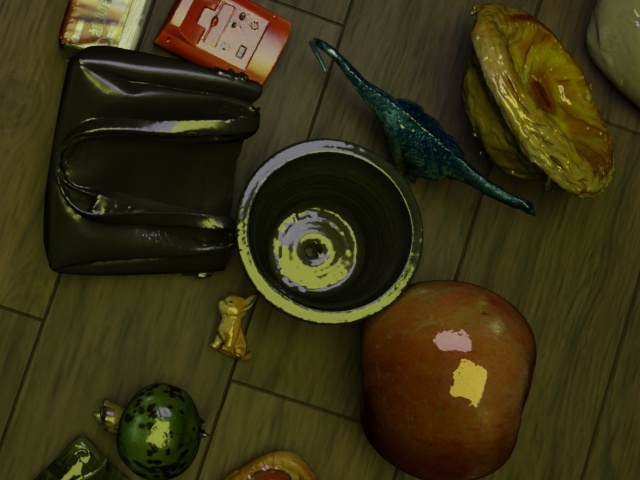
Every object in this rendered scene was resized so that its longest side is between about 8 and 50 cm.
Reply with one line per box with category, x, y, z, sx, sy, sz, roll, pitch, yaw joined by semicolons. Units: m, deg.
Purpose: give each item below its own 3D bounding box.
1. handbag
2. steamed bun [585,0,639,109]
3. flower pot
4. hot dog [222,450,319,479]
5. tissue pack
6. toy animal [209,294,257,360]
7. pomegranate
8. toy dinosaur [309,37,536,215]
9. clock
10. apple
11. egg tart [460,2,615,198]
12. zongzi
handbag;-0.208;-0.088;1.664;0.257;0.113;0.285;5;109;-17
steamed bun;0.548;-0.294;1.798;0.324;0.219;0.310;45;80;-4
flower pot;0.000;0.000;1.708;0.235;0.148;0.235;2;79;-9
hot dog;-0.028;0.394;1.672;0.150;0.153;0.256;-23;90;-11
tissue pack;-0.269;-0.297;1.710;0.099;0.106;0.148;17;82;-9
toy animal;-0.105;0.109;1.732;0.081;0.060;0.083;26;77;-32
pomegranate;-0.219;0.234;1.676;0.162;0.122;0.122;14;82;15
toy dinosaur;0.126;-0.136;1.753;0.363;0.147;0.076;40;78;2
clock;-0.124;-0.273;1.758;0.155;0.061;0.113;27;81;-9
apple;0.149;0.175;1.688;0.254;0.253;0.253;1;85;-10
egg tart;0.270;-0.173;1.756;0.116;0.295;0.294;-33;92;33
zongzi;-0.298;0.317;1.688;0.104;0.052;0.113;-44;107;-3
